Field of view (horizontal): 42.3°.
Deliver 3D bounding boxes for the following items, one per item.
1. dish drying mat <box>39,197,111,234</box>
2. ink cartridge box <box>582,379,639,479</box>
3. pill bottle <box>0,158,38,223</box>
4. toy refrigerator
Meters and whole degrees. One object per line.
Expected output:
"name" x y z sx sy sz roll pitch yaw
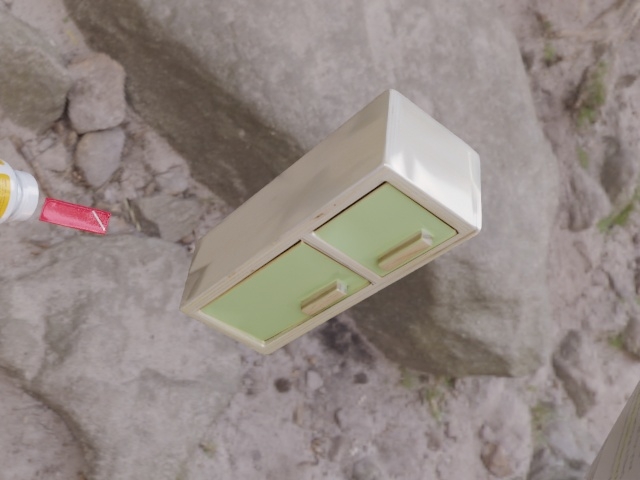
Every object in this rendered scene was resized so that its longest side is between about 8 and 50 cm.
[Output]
"dish drying mat" -0.311 -0.031 1.051 0.083 0.008 0.032 14 75 -8
"ink cartridge box" 0.260 0.174 0.515 0.279 0.161 0.384 -36 147 -55
"pill bottle" -0.564 -0.082 1.324 0.208 0.118 0.117 7 79 -58
"toy refrigerator" 0.000 0.000 0.698 0.102 0.270 0.094 32 44 -27
